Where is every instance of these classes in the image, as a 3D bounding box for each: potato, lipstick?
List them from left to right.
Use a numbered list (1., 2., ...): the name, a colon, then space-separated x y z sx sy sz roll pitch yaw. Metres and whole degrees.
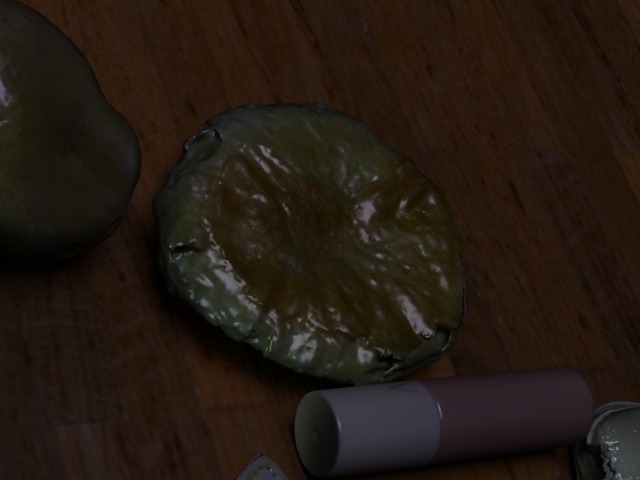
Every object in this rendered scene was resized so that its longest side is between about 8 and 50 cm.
1. potato: -0.243 -0.086 1.149 0.235 0.160 0.178 39 83 -17
2. lipstick: 0.104 0.146 1.225 0.254 0.070 0.070 -2 57 -32

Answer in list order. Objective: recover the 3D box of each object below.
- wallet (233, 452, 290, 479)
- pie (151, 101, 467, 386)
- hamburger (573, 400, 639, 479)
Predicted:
1. wallet: -0.002 0.322 1.012 0.309 0.077 0.223 47 41 -4
2. pie: 0.000 0.000 1.278 0.306 0.071 0.306 16 52 -22
3. hamburger: 0.282 0.200 1.294 0.133 0.062 0.140 19 51 -15
